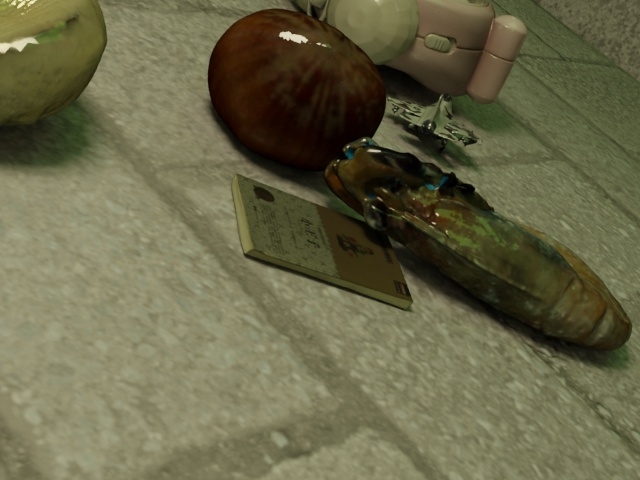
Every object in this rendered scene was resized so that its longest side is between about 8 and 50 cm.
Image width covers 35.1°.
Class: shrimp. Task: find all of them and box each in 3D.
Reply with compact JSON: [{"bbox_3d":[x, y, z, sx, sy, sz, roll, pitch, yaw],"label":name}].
[{"bbox_3d":[0.204,-0.001,1.207,0.445,0.110,0.221,29,24,-25],"label":"shrimp"}]

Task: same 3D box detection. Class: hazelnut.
[{"bbox_3d":[-0.025,-0.182,1.179,0.212,0.181,0.181,27,29,-10],"label":"hazelnut"}]

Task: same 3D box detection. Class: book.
[{"bbox_3d":[0.000,0.000,1.087,0.198,0.016,0.138,19,30,-25],"label":"book"}]

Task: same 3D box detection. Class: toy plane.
[{"bbox_3d":[0.174,-0.182,1.524,0.160,0.082,0.234,25,12,6],"label":"toy plane"}]

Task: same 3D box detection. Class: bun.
[{"bbox_3d":[-0.301,-0.175,0.953,0.222,0.127,0.222,1,42,0],"label":"bun"}]

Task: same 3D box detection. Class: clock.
[{"bbox_3d":[0.127,-0.373,1.656,0.325,0.184,0.342,15,19,-29],"label":"clock"}]
